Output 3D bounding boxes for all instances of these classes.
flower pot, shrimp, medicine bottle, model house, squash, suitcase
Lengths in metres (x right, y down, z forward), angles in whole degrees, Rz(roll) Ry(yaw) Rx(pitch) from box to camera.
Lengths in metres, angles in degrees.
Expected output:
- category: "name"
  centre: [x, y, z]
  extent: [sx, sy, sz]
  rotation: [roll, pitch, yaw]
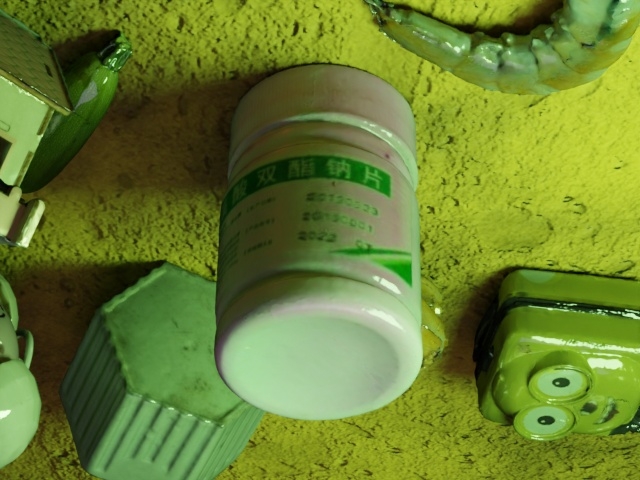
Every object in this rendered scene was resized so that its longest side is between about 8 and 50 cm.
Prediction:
- category: "flower pot"
  centre: [-0.179, 0.170, 2.201]
  extent: [0.239, 0.209, 0.190]
  rotation: [21, 137, -8]
- category: "shrimp"
  centre: [0.205, -0.218, 1.865]
  extent: [0.287, 0.068, 0.185]
  rotation: [-6, 137, 24]
- category: "medicine bottle"
  centre: [0.000, 0.000, 1.913]
  extent: [0.212, 0.325, 0.212]
  rotation: [1, 141, 1]
- category: "model house"
  centre: [-0.371, -0.132, 1.837]
  extent: [0.169, 0.244, 0.326]
  rotation: [33, 164, -30]
- category: "squash"
  centre: [-0.275, -0.126, 1.965]
  extent: [0.066, 0.066, 0.252]
  rotation: [22, 135, -23]
- category: "suitcase"
  centre: [0.304, 0.144, 2.224]
  extent: [0.234, 0.143, 0.194]
  rotation: [6, 140, -6]

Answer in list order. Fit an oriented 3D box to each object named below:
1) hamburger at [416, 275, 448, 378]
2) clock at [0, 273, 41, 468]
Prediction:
- category: "hamburger"
  centre: [0.041, 0.109, 2.212]
  extent: [0.213, 0.108, 0.214]
  rotation: [0, 142, 0]
- category: "clock"
  centre: [-0.466, 0.092, 2.038]
  extent: [0.326, 0.342, 0.184]
  rotation: [36, 108, -29]
